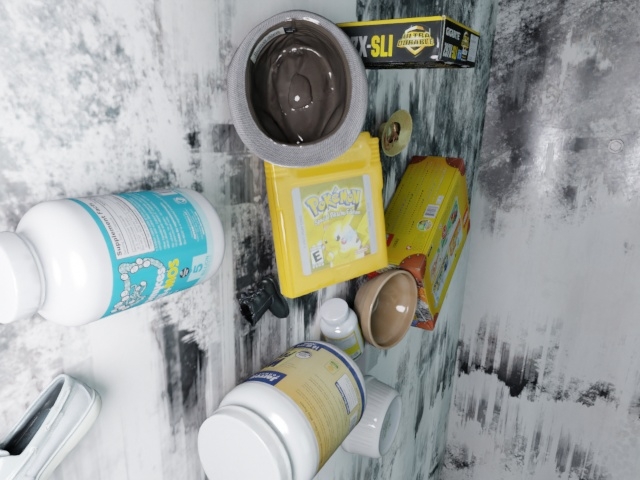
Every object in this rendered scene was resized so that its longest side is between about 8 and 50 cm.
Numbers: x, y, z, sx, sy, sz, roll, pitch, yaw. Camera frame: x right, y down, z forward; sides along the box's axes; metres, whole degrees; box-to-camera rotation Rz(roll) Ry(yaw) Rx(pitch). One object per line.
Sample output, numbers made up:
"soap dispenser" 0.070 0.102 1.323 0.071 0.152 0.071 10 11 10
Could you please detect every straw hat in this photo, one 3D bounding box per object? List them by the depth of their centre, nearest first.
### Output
"straw hat" 0.209 -0.329 1.322 0.145 0.061 0.144 -23 125 -37

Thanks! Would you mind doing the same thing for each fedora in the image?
"fedora" -0.039 -0.261 0.798 0.124 0.244 0.275 -49 128 -88

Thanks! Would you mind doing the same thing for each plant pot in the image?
"plant pot" 0.177 0.191 1.289 0.237 0.110 0.237 -13 109 -43

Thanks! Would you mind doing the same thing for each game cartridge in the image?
"game cartridge" 0.024 -0.065 0.956 0.286 0.053 0.323 -15 107 -32

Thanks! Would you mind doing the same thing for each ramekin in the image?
"ramekin" 0.186 0.615 1.513 0.273 0.127 0.272 -28 123 -55

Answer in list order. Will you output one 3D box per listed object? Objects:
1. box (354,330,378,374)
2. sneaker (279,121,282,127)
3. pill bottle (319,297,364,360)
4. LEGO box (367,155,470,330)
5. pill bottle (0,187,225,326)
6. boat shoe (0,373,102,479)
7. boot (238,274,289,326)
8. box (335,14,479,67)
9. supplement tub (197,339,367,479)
"box" 0.115 0.333 1.325 0.087 0.101 0.101 -17 113 -57
"sneaker" -0.065 -0.257 0.900 0.069 0.038 0.098 19 92 -62
"pill bottle" 0.056 0.244 1.196 0.103 0.103 0.184 -55 142 -37
"LEGO box" 0.366 0.001 1.562 0.500 0.193 0.372 -60 145 -30
"pill bottle" -0.257 0.016 0.542 0.264 0.146 0.146 -19 115 -56
"boat shoe" -0.365 0.261 0.513 0.227 0.079 0.081 -59 136 -40
"boot" -0.118 0.142 0.922 0.099 0.045 0.121 -49 131 -45
"box" 0.132 -0.398 0.906 0.257 0.322 0.079 -29 125 -53
"supplement tub" -0.066 0.362 0.894 0.316 0.229 0.228 -21 117 -57
